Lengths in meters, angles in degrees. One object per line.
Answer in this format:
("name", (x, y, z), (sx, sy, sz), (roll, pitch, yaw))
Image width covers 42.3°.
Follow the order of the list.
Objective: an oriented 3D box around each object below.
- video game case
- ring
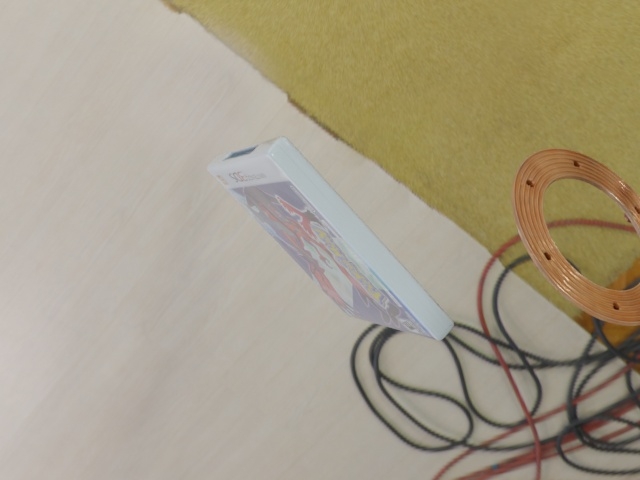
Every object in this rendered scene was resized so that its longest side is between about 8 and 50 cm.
("video game case", (0.000, 0.000, 0.693), (0.201, 0.183, 0.023), (46, 76, -16))
("ring", (0.453, -0.008, 1.386), (0.336, 0.337, 0.032), (30, 139, -10))
